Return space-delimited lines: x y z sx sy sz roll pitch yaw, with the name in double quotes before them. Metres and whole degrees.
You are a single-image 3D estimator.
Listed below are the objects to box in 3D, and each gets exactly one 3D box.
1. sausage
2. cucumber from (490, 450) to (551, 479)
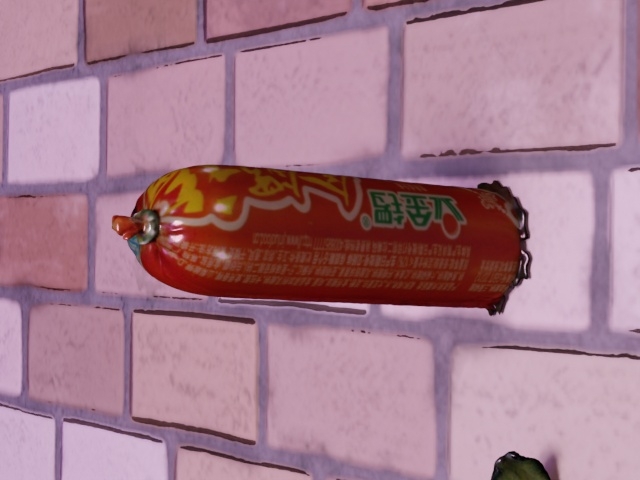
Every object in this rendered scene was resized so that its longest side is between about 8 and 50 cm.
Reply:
"sausage" 0.000 0.000 0.819 0.083 0.264 0.083 -4 84 50
"cucumber" 0.104 0.226 0.858 0.070 0.046 0.220 39 122 44
